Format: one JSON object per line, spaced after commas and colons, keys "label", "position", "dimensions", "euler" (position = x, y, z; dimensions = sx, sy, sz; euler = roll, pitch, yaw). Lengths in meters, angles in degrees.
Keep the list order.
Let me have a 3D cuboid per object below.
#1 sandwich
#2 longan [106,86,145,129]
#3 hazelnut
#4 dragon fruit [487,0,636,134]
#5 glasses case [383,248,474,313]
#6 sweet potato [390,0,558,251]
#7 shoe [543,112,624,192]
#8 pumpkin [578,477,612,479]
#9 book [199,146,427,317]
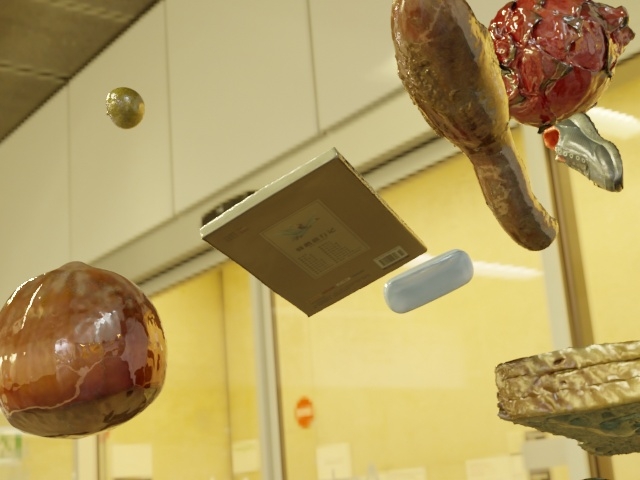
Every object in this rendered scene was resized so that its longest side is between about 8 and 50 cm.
{"label": "sandwich", "position": [0.428, 0.220, 1.460], "dimensions": [0.271, 0.099, 0.301], "euler": [-12, -27, 38]}
{"label": "longan", "position": [-0.348, -0.232, 1.882], "dimensions": [0.083, 0.075, 0.075], "euler": [-6, -14, 32]}
{"label": "hazelnut", "position": [-0.281, 0.128, 1.250], "dimensions": [0.214, 0.214, 0.176], "euler": [-1, -1, -11]}
{"label": "dragon fruit", "position": [0.412, -0.326, 1.900], "dimensions": [0.298, 0.244, 0.244], "euler": [-23, -19, 8]}
{"label": "glasses case", "position": [0.196, 0.074, 1.936], "dimensions": [0.178, 0.067, 0.045], "euler": [-24, 13, -15]}
{"label": "sweet potato", "position": [0.167, -0.144, 1.201], "dimensions": [0.109, 0.109, 0.385], "euler": [-12, -52, 25]}
{"label": "shoe", "position": [0.405, -0.127, 1.652], "dimensions": [0.077, 0.194, 0.074], "euler": [-15, -53, -1]}
{"label": "pumpkin", "position": [0.294, 0.314, 1.167], "dimensions": [0.183, 0.108, 0.119], "euler": [-17, -27, 38]}
{"label": "book", "position": [0.000, 0.000, 1.503], "dimensions": [0.217, 0.021, 0.310], "euler": [-30, -35, 13]}
